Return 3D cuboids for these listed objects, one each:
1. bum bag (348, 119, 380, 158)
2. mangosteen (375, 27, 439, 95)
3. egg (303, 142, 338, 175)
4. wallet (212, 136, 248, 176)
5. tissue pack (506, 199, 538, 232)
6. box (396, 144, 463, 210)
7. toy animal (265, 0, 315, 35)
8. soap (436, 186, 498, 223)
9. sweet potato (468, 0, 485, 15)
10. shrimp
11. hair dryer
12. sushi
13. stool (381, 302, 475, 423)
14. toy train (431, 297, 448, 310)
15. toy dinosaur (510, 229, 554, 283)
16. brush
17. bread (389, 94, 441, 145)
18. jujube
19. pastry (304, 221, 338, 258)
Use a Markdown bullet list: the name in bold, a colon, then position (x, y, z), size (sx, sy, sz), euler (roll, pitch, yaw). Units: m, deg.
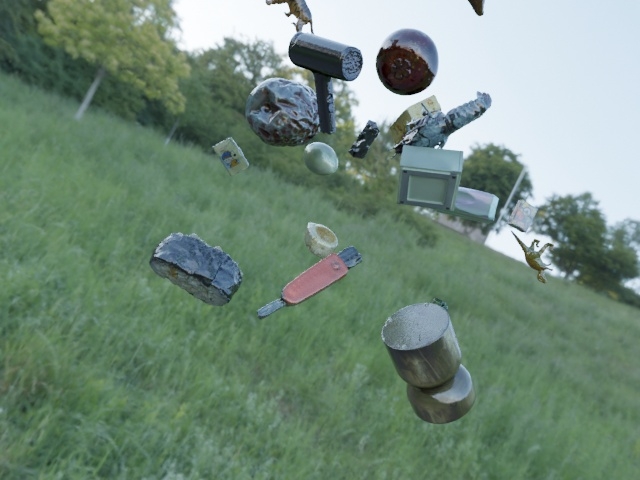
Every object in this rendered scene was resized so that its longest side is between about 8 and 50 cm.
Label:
- **bum bag**: position (0.207, -0.473, 2.482), size (0.087, 0.197, 0.049), euler (39, 22, 16)
- **mangosteen**: position (0.296, -0.604, 1.766), size (0.215, 0.215, 0.257), euler (28, 34, 4)
- **egg**: position (0.001, -0.296, 1.926), size (0.152, 0.114, 0.114), euler (46, 3, 31)
- **wallet**: position (-0.400, -0.373, 2.347), size (0.155, 0.110, 0.039), euler (59, 22, -21)
- **tissue pack**: position (0.611, -0.073, 1.594), size (0.063, 0.083, 0.035), euler (30, -2, -12)
- **box**: position (0.414, -0.232, 2.011), size (0.225, 0.117, 0.225), euler (8, -35, 10)
- **toy animal**: position (-0.063, -0.719, 1.687), size (0.255, 0.116, 0.114), euler (57, 32, 3)
- **soap**: position (0.681, -0.179, 2.514), size (0.347, 0.115, 0.208), euler (19, -1, 43)
- **sweet potato**: position (0.293, -0.670, 1.175), size (0.359, 0.112, 0.112), euler (55, -19, -26)
- **shrimp**: position (0.445, -0.435, 1.986), size (0.410, 0.166, 0.221), euler (-21, -61, 27)
- **hair dryer**: position (0.018, -0.393, 1.353), size (0.197, 0.089, 0.251), euler (30, -41, 38)
- **sushi**: position (-0.468, 0.105, 2.000), size (0.350, 0.171, 0.211), euler (30, -33, -5)
- **stool**: position (0.283, 0.317, 1.367), size (0.179, 0.179, 0.264), euler (17, -43, 55)
- **toy train**: position (0.478, 0.308, 2.188), size (0.071, 0.148, 0.038), euler (31, 30, 16)
- **toy dinosaur**: position (0.651, 0.051, 1.642), size (0.162, 0.126, 0.039), euler (21, 0, 33)
- **brush**: position (-0.029, 0.112, 1.366), size (0.070, 0.323, 0.051), euler (55, -21, 15)
- **bread**: position (0.450, -0.565, 2.496), size (0.114, 0.185, 0.274), euler (60, -16, 5)
- **jujube**: position (-0.106, -0.415, 1.722), size (0.226, 0.226, 0.317), euler (26, 16, 15)
- **pastry**: position (0.000, 0.000, 2.189), size (0.166, 0.088, 0.166), euler (28, 29, -17)
